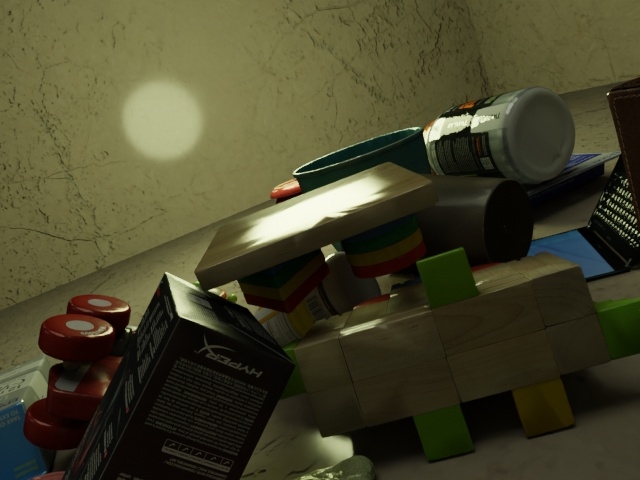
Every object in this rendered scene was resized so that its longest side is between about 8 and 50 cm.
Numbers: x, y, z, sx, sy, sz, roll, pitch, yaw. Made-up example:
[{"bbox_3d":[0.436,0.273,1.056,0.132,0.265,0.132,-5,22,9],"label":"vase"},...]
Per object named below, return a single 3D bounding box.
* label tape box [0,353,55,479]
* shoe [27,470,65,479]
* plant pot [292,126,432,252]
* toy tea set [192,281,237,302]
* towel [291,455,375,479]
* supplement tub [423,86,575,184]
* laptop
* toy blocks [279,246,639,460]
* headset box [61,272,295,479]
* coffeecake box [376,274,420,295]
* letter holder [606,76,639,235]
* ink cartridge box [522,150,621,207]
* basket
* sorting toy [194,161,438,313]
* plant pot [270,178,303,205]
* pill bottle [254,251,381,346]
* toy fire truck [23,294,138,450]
[{"bbox_3d":[-0.550,0.322,0.901,0.249,0.115,0.347,-23,11,-13],"label":"label tape box"},{"bbox_3d":[-0.350,0.331,0.672,0.081,0.064,0.178,-10,11,44],"label":"shoe"},{"bbox_3d":[0.114,-0.064,1.181,0.271,0.255,0.272,-19,13,5],"label":"plant pot"},{"bbox_3d":[-0.324,0.174,1.146,0.336,0.124,0.200,-27,14,-28],"label":"toy tea set"},{"bbox_3d":[-0.016,0.256,0.541,0.148,0.027,0.110,-19,13,3],"label":"towel"},{"bbox_3d":[0.366,-0.212,1.268,0.193,0.194,0.316,-25,13,-23],"label":"supplement tub"},{"bbox_3d":[0.409,-0.046,0.913,0.136,0.264,0.234,19,19,4],"label":"laptop"},{"bbox_3d":[0.141,0.103,0.688,0.381,0.191,0.261,-18,1,9],"label":"toy blocks"},{"bbox_3d":[-0.159,0.197,0.549,0.293,0.110,0.218,-64,18,-3],"label":"headset box"},{"bbox_3d":[0.175,0.059,0.989,0.142,0.068,0.185,-27,14,-27],"label":"coffeecake box"},{"bbox_3d":[0.336,0.022,0.347,0.152,0.302,0.214,-21,13,-7],"label":"letter holder"},{"bbox_3d":[0.471,-0.121,1.317,0.303,0.072,0.307,-23,15,-16],"label":"ink cartridge box"},{"bbox_3d":[0.175,-0.023,0.854,0.204,0.154,0.227,-35,24,-34],"label":"basket"},{"bbox_3d":[0.000,0.000,0.710,0.257,0.089,0.255,-21,12,1],"label":"sorting toy"},{"bbox_3d":[-0.052,-0.106,1.826,0.191,0.174,0.191,-17,12,4],"label":"plant pot"},{"bbox_3d":[-0.019,0.113,0.879,0.215,0.117,0.117,-34,2,34],"label":"pill bottle"},{"bbox_3d":[-0.290,0.205,0.906,0.253,0.169,0.302,12,7,-9],"label":"toy fire truck"}]
